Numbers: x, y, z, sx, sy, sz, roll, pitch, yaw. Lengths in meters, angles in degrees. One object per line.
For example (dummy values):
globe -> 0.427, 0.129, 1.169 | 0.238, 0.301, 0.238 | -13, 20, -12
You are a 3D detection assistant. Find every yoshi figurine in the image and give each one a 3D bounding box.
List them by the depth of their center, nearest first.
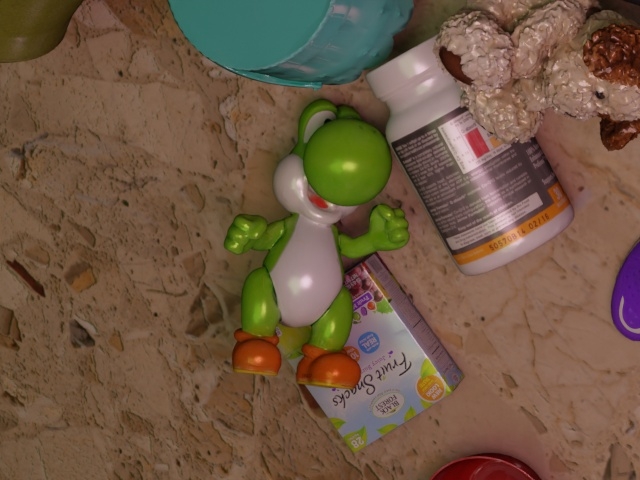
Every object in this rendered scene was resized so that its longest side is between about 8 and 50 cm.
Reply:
yoshi figurine -> -0.001, -0.004, 1.977 | 0.203, 0.203, 0.362 | 5, 82, 30

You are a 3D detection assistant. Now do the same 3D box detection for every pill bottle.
pill bottle -> 0.177, -0.110, 1.939 | 0.162, 0.162, 0.278 | -27, 95, 25

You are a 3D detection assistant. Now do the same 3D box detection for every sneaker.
sneaker -> 0.434, 0.012, 1.886 | 0.102, 0.146, 0.293 | 39, 114, 6

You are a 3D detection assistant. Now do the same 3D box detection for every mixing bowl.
mixing bowl -> 0.229, 0.348, 2.087 | 0.181, 0.098, 0.181 | 6, 108, 20

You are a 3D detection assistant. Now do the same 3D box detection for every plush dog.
plush dog -> 0.273, -0.201, 1.725 | 0.225, 0.262, 0.210 | 29, 84, 20

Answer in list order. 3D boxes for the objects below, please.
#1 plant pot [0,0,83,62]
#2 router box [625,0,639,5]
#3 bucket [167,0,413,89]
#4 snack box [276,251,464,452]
plant pot -> -0.376, -0.414, 1.885 | 0.366, 0.366, 0.353 | 32, 125, 10
router box -> 0.363, -0.301, 1.830 | 0.179, 0.133, 0.046 | 21, 111, 15
bucket -> -0.041, -0.321, 1.920 | 0.281, 0.183, 0.281 | 2, 95, 29
snack box -> 0.059, 0.148, 2.110 | 0.174, 0.070, 0.207 | -36, 91, 26
